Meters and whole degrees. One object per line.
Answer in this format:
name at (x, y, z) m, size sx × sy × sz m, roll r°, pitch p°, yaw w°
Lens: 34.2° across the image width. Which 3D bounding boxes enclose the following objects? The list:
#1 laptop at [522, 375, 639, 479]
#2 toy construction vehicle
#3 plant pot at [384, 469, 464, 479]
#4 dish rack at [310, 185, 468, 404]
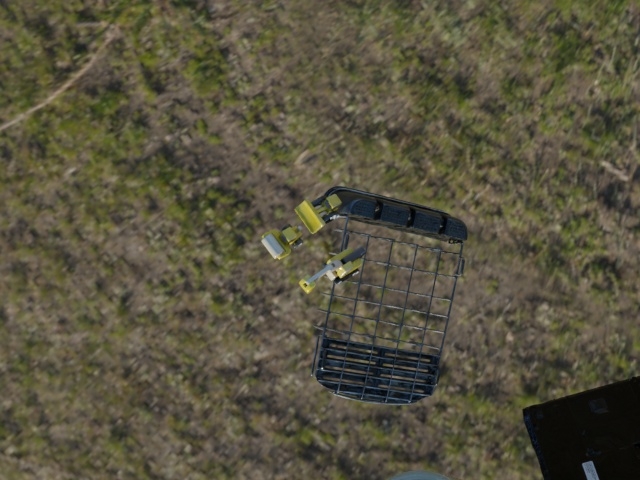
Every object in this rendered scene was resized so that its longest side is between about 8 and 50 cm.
laptop at (0.409, 0.294, 1.256) m, size 0.264 × 0.234 × 0.136 m, roll -17°, pitch 131°, yaw 6°
toy construction vehicle at (0.000, 0.000, 0.989) m, size 0.086 × 0.098 × 0.035 m, roll 56°, pitch 140°, yaw 11°
plant pot at (0.141, 0.348, 1.019) m, size 0.257 × 0.256 × 0.274 m, roll -10°, pitch 137°, yaw 28°
dish rack at (0.085, 0.077, 1.372) m, size 0.208 × 0.074 × 0.271 m, roll 12°, pitch 88°, yaw -25°
